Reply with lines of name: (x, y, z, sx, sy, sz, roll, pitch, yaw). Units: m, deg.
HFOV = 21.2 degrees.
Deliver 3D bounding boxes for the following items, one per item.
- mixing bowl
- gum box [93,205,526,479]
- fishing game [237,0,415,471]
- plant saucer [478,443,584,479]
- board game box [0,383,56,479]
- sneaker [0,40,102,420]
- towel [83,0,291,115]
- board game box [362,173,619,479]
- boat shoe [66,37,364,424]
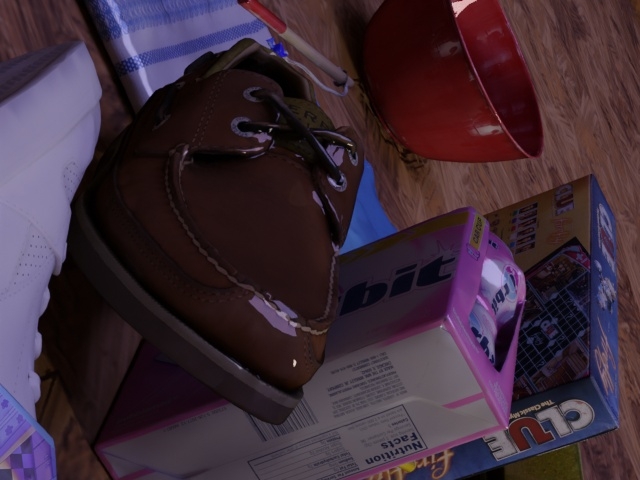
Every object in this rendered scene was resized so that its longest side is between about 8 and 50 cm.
mixing bowl: (0.093, -0.132, 1.337, 0.181, 0.098, 0.181, 53, 25, -38)
gum box: (0.002, 0.059, 0.781, 0.062, 0.188, 0.107, 60, 22, -21)
fishing game: (0.000, 0.000, 0.973, 0.189, 0.041, 0.264, 29, 46, -58)
plant saucer: (0.136, 0.148, 1.160, 0.188, 0.045, 0.188, 90, 0, -46)
board game box: (-0.127, 0.069, 0.453, 0.168, 0.033, 0.133, 53, 49, -29)
sneaker: (-0.130, 0.055, 0.589, 0.169, 0.108, 0.292, 62, 31, -21)
towel: (-0.073, -0.124, 1.002, 0.285, 0.034, 0.209, 67, 21, -5)
board game box: (0.104, 0.058, 1.079, 0.042, 0.165, 0.243, 60, 22, -23)
boat shoe: (-0.040, -0.026, 0.747, 0.111, 0.104, 0.307, 38, 9, -20)
